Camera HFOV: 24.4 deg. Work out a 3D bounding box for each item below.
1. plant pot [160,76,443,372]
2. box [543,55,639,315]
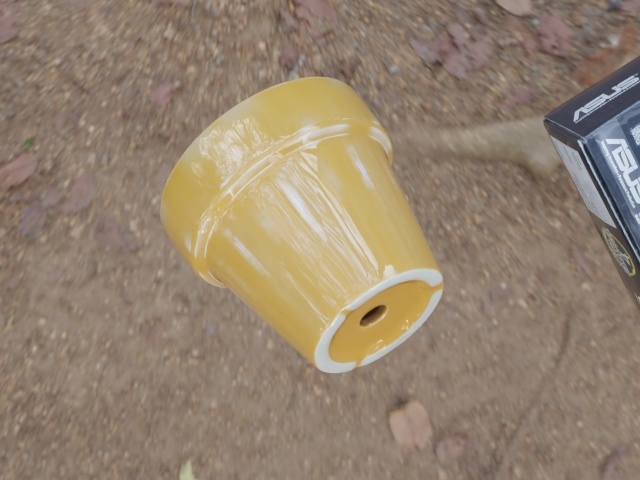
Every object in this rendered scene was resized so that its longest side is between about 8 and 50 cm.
[{"bbox_3d":[0.000,0.000,1.238,0.205,0.205,0.188,-41,62,7],"label":"plant pot"},{"bbox_3d":[0.420,-0.021,1.309,0.318,0.097,0.395,-32,112,-2],"label":"box"}]
